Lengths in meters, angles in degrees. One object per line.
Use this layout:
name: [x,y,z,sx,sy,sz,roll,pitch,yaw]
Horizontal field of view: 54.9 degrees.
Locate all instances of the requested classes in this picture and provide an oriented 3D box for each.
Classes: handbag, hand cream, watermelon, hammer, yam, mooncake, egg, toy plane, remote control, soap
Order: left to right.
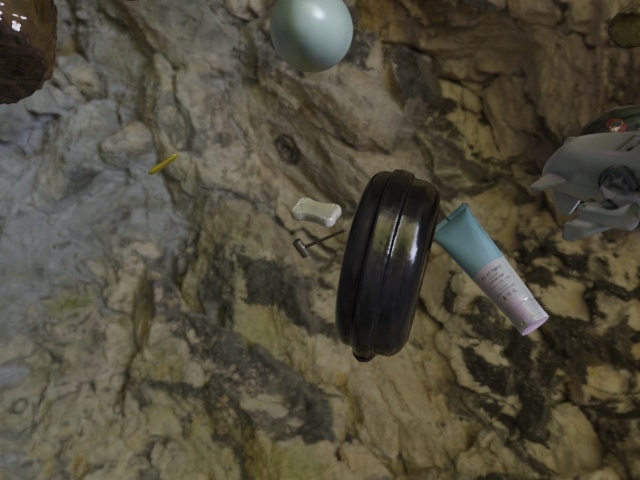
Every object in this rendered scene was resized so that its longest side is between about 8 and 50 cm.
mooncake: [-0.731,-0.441,1.317,0.324,0.324,0.187,-47,-132,49]
soap: [-0.388,-0.189,1.522,0.089,0.012,0.034,-35,179,0]
egg: [-0.027,-0.588,1.706,0.371,0.230,0.229,-45,154,-81]
remote control: [-0.012,-0.070,1.527,0.074,0.122,0.032,-53,147,-39]
hammer: [0.000,0.000,1.141,0.110,0.035,0.019,-22,-153,31]
handbag: [0.094,0.038,0.825,0.308,0.093,0.253,27,76,-78]
hand cream: [0.364,0.064,1.341,0.111,0.070,0.312,-40,-119,14]
watermelon: [0.627,-0.172,1.253,0.212,0.212,0.212,-46,-144,50]
toy plane: [0.403,-0.080,0.794,0.122,0.267,0.267,65,-11,-21]
yam: [0.577,-0.414,0.979,0.357,0.081,0.081,-43,-169,-24]
